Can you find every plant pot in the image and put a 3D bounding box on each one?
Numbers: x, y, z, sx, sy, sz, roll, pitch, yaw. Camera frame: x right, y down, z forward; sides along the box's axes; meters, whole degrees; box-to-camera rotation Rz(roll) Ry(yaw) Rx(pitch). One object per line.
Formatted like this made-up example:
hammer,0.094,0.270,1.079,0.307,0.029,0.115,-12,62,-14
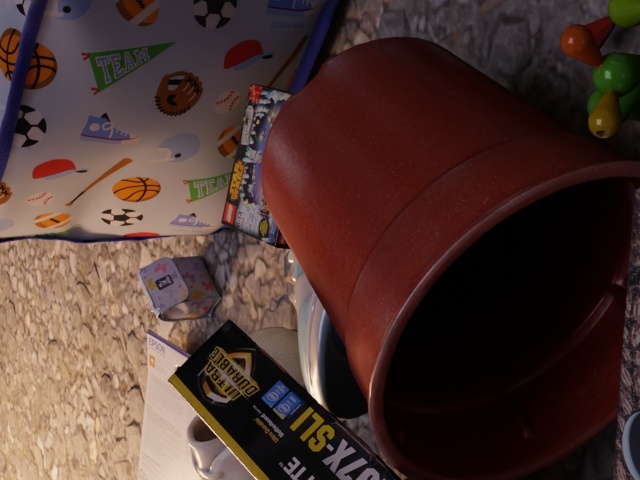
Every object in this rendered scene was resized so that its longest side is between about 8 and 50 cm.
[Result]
plant pot,0.096,-0.007,0.867,0.265,0.272,0.272,52,133,45

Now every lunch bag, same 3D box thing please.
lunch bag,-0.213,-0.160,1.230,0.239,0.328,0.385,58,139,41
lunch bag,-0.172,0.058,1.407,0.071,0.083,0.053,62,139,32

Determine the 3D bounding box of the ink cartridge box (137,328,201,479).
ink cartridge box,-0.152,0.242,1.431,0.223,0.045,0.224,22,111,52

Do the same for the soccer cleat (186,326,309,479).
soccer cleat,-0.088,0.246,1.254,0.116,0.143,0.331,31,118,50

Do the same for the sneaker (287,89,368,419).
sneaker,0.000,0.000,1.123,0.208,0.127,0.319,9,91,53

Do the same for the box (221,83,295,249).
box,-0.043,-0.069,1.064,0.094,0.027,0.137,22,102,51

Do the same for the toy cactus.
toy cactus,0.241,-0.146,0.759,0.180,0.219,0.112,-38,102,19

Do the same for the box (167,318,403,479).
box,0.044,0.226,0.944,0.079,0.322,0.257,-45,42,-5

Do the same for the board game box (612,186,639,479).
board game box,0.305,0.121,0.677,0.232,0.141,0.291,13,104,54
